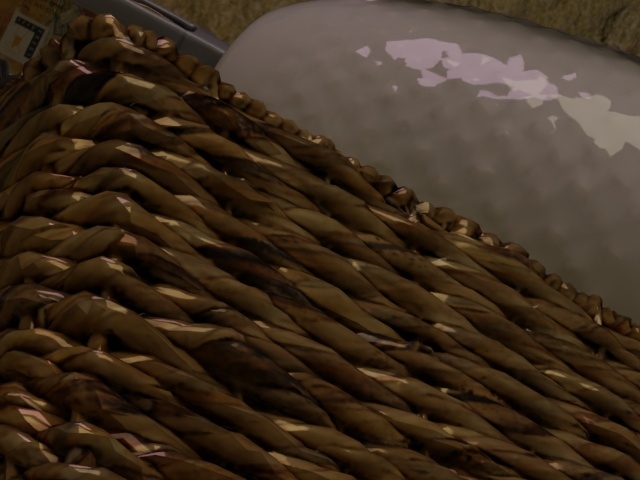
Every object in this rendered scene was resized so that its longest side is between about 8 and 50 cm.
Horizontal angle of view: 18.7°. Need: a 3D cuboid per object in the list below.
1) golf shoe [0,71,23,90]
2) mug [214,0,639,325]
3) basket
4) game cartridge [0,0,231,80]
[{"bbox_3d":[-0.082,0.001,0.771,0.198,0.077,0.094,20,53,-9],"label":"golf shoe"},{"bbox_3d":[0.104,-0.046,1.152,0.328,0.374,0.276,25,15,16],"label":"mug"},{"bbox_3d":[-0.025,0.113,0.660,0.299,0.213,0.223,29,38,-27],"label":"basket"},{"bbox_3d":[-0.205,-0.094,1.247,0.297,0.198,0.062,27,8,-6],"label":"game cartridge"}]
